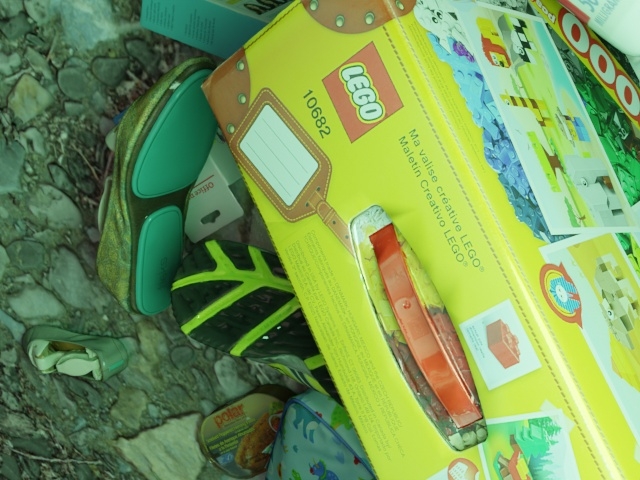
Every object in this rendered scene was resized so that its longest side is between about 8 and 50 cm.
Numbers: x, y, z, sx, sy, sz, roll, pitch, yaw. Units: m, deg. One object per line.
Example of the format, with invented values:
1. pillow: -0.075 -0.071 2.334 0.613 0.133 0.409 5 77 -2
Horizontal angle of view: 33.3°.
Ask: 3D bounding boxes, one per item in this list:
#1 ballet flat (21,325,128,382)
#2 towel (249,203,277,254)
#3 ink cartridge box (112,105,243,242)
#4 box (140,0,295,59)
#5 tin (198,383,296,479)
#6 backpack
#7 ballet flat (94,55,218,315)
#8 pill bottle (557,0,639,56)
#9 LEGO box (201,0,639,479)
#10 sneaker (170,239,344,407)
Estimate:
1. ballet flat: -0.376 0.167 1.561 0.213 0.068 0.072 1 114 31
2. towel: 0.000 0.000 1.258 0.187 0.049 0.282 21 122 21
3. ink cartridge box: -0.156 -0.100 1.295 0.104 0.061 0.181 -27 97 38
4. box: -0.067 -0.231 1.150 0.244 0.100 0.060 24 124 20
5. tin: -0.089 0.258 1.450 0.189 0.040 0.106 -30 99 38
6. backpack: 0.066 0.293 1.249 0.290 0.273 0.356 47 120 41
7. ballet flat: -0.202 -0.070 1.233 0.123 0.123 0.349 27 125 17
8. pill bottle: 0.175 -0.356 0.858 0.407 0.229 0.229 41 128 8
9. LEGO box: 0.178 0.037 0.881 0.193 0.372 0.500 -33 77 37
10. sneaker: 0.039 0.097 1.088 0.384 0.147 0.145 24 91 23
